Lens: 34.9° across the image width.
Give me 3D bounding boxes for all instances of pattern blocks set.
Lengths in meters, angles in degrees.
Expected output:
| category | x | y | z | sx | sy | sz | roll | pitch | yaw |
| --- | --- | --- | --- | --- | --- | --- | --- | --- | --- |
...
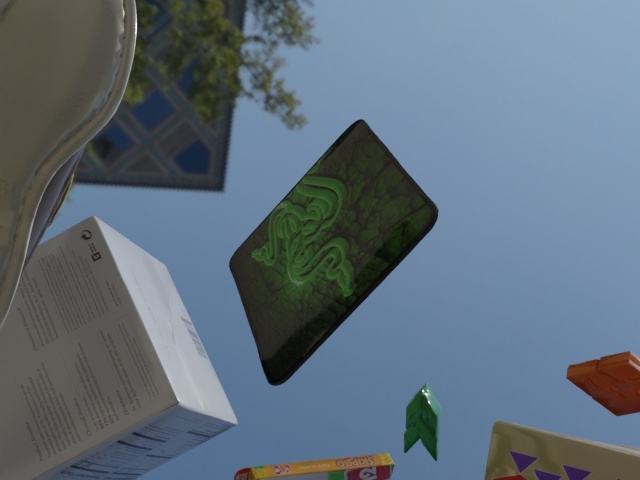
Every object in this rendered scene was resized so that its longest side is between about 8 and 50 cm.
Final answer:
| category | x | y | z | sx | sy | sz | roll | pitch | yaw |
| --- | --- | --- | --- | --- | --- | --- | --- | --- | --- |
| pattern blocks set | 0.212 | 0.204 | 0.763 | 0.325 | 0.285 | 0.026 | 19 | -147 | 11 |

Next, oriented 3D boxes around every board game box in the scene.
| category | x | y | z | sx | sy | sz | roll | pitch | yaw |
| --- | --- | --- | --- | --- | --- | --- | --- | --- | --- |
| board game box | -0.017 | 0.397 | 1.579 | 0.039 | 0.259 | 0.124 | -124 | -138 | -54 |

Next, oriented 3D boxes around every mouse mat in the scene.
| category | x | y | z | sx | sy | sz | roll | pitch | yaw |
| --- | --- | --- | --- | --- | --- | --- | --- | --- | --- |
| mouse mat | 0.000 | 0.000 | 0.692 | 0.152 | 0.007 | 0.189 | -47 | -154 | 10 |

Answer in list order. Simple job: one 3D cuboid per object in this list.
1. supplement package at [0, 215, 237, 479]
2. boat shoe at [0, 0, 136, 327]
| category | x | y | z | sx | sy | sz | roll | pitch | yaw |
| --- | --- | --- | --- | --- | --- | --- | --- | --- | --- |
| supplement package | -0.258 | 0.144 | 0.993 | 0.263 | 0.198 | 0.199 | -29 | -109 | 3 |
| boat shoe | -0.234 | -0.064 | 0.757 | 0.097 | 0.117 | 0.324 | -14 | -125 | 65 |
